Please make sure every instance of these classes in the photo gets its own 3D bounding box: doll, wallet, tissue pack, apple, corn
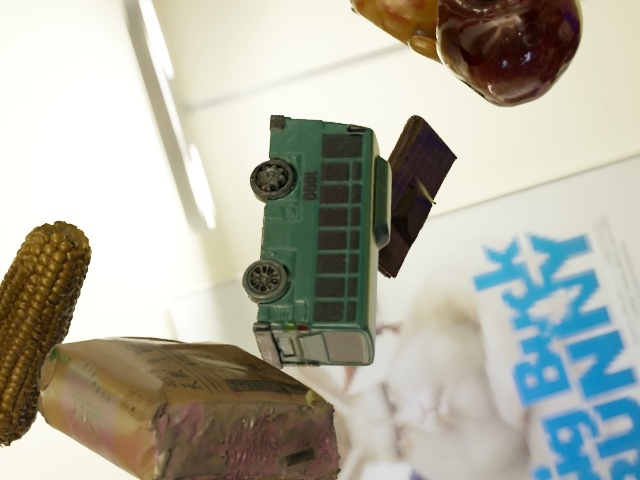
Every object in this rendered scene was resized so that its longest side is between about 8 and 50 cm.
[{"bbox_3d":[0.139,-0.360,1.772,0.166,0.162,0.270,-2,-72,-71],"label":"doll"},{"bbox_3d":[0.125,-0.066,2.168,0.042,0.230,0.124,6,152,46],"label":"wallet"},{"bbox_3d":[-0.129,0.163,1.384,0.256,0.215,0.123,10,96,56],"label":"tissue pack"},{"bbox_3d":[0.211,-0.226,1.570,0.147,0.156,0.158,46,170,44],"label":"apple"},{"bbox_3d":[-0.363,0.120,1.723,0.115,0.115,0.318,-107,37,-63],"label":"corn"}]

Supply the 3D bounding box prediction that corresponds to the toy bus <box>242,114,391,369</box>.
[{"bbox_3d":[0.000,0.000,1.514,0.128,0.147,0.256,79,-167,-64],"label":"toy bus"}]
